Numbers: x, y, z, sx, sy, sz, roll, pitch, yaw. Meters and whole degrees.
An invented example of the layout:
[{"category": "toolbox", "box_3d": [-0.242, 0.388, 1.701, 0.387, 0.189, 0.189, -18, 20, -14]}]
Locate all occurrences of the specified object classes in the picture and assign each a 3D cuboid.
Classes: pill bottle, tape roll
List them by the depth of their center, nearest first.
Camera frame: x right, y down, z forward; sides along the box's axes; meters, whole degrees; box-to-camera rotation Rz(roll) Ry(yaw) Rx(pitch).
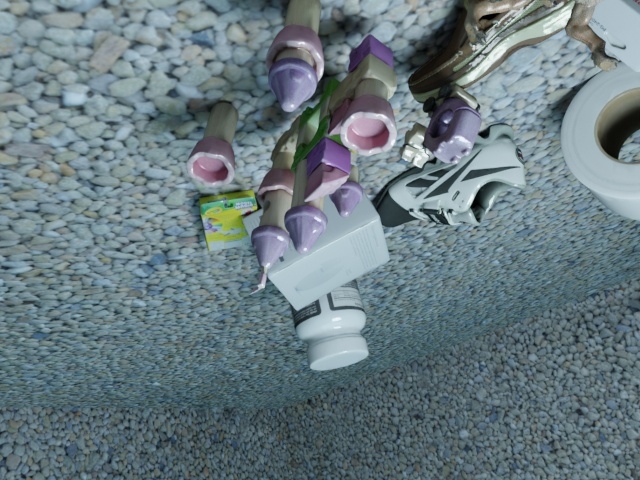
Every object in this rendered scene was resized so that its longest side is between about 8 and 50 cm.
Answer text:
[{"category": "tape roll", "box_3d": [0.558, -0.168, 1.035, 0.246, 0.246, 0.169, -29, 151, 30]}, {"category": "pill bottle", "box_3d": [0.010, 0.135, 1.348, 0.162, 0.278, 0.162, -11, 156, -5]}]

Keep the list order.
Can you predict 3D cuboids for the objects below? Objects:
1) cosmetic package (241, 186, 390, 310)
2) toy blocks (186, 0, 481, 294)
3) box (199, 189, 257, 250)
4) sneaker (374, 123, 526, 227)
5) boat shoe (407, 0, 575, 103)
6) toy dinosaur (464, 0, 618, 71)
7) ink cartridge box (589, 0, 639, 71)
[{"category": "cosmetic package", "box_3d": [0.000, 0.000, 1.176, 0.224, 0.138, 0.224, -27, 155, 0]}, {"category": "toy blocks", "box_3d": [0.012, -0.089, 0.783, 0.309, 0.260, 0.288, 25, 139, -24]}, {"category": "box", "box_3d": [-0.174, -0.041, 1.156, 0.105, 0.043, 0.179, -9, 157, -10]}, {"category": "sneaker", "box_3d": [0.244, -0.080, 1.179, 0.122, 0.146, 0.330, 9, 148, -44]}, {"category": "boat shoe", "box_3d": [0.217, -0.285, 0.811, 0.257, 0.095, 0.095, -28, 118, 30]}, {"category": "toy dinosaur", "box_3d": [0.267, -0.319, 0.669, 0.295, 0.200, 0.127, 22, 170, 33]}, {"category": "ink cartridge box", "box_3d": [0.426, -0.297, 0.772, 0.150, 0.109, 0.063, -38, 165, -23]}]
